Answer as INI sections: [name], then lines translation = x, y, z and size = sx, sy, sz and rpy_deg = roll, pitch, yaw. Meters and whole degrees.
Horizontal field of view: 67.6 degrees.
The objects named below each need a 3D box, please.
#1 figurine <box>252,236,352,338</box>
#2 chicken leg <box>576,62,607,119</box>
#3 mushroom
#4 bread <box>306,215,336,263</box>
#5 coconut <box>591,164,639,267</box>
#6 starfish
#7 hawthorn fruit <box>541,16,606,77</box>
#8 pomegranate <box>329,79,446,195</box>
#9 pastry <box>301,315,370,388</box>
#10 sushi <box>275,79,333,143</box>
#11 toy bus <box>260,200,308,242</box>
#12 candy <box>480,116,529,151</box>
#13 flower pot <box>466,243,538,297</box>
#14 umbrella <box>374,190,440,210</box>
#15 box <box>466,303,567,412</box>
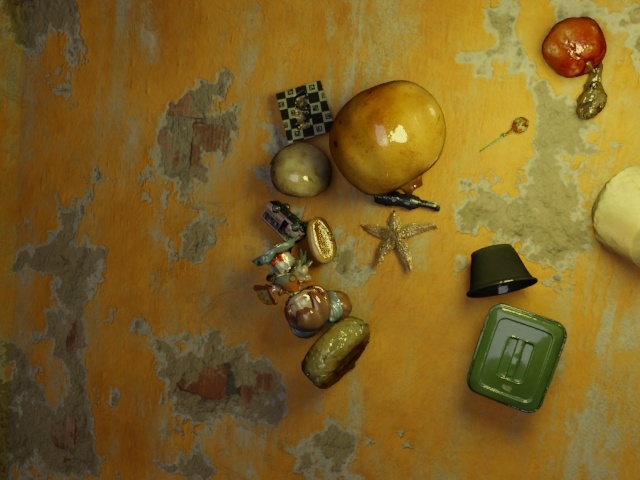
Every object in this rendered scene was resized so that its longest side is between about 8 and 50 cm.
[figurine]
translation = -0.085, 0.194, 1.846
size = 0.276, 0.248, 0.388
rpy_deg = -31, 91, 22
[chicken leg]
translation = 0.890, -0.493, 1.560
size = 0.084, 0.069, 0.198
rpy_deg = 7, 90, 42
[mushroom]
translation = -0.080, -0.269, 1.850
size = 0.254, 0.184, 0.255
rpy_deg = -4, 63, 8
[bread]
translation = 0.000, 0.000, 1.892
size = 0.114, 0.077, 0.190
rpy_deg = -16, 85, -14
[coconut]
translation = 0.992, -0.068, 1.418
size = 0.328, 0.328, 0.330
rpy_deg = 2, 95, 19
[starfish]
translation = 0.299, 0.003, 1.815
size = 0.294, 0.048, 0.232
rpy_deg = -2, 84, 18
[hawthorn fruit]
translation = 0.806, -0.594, 1.506
size = 0.179, 0.179, 0.201
rpy_deg = -25, 63, 20
[pomegranate]
translation = 0.235, -0.335, 1.642
size = 0.415, 0.416, 0.418
rpy_deg = 2, 95, 19
[pastry]
translation = 0.061, 0.416, 1.806
size = 0.136, 0.329, 0.330
rpy_deg = 38, 106, 23
[sushi]
translation = -0.057, -0.500, 1.892
size = 0.192, 0.050, 0.216
rpy_deg = -15, 83, 5
[toy bus]
translation = -0.143, -0.070, 1.937
size = 0.199, 0.096, 0.108
rpy_deg = 44, 111, 13
[candy]
translation = 0.640, -0.366, 1.671
size = 0.184, 0.049, 0.056
rpy_deg = -34, 54, 25
[flower pot]
translation = 0.604, 0.100, 1.645
size = 0.235, 0.235, 0.148
rpy_deg = -16, 69, 20
[umbrella]
translation = 0.323, -0.152, 1.787
size = 0.247, 0.071, 0.071
rpy_deg = 8, 97, 15
[box]
translation = 0.665, 0.388, 1.653
size = 0.252, 0.177, 0.329
rpy_deg = 19, 99, 15
